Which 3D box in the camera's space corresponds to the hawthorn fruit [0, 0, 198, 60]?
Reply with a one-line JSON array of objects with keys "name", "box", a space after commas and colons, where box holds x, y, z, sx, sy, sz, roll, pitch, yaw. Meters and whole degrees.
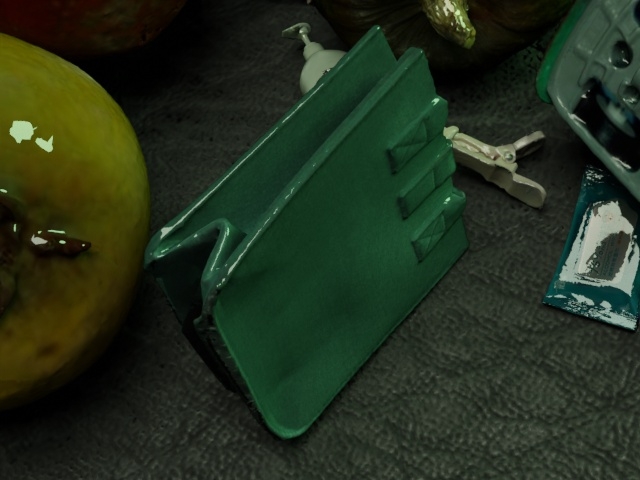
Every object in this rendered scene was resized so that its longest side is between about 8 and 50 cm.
[{"name": "hawthorn fruit", "box": [-0.224, -0.308, 1.188, 0.315, 0.316, 0.316, -3, 63, 7]}]

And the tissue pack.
[{"name": "tissue pack", "box": [0.253, 0.006, 1.166, 0.085, 0.028, 0.138, 15, 72, 19]}]

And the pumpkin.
[{"name": "pumpkin", "box": [0.112, -0.248, 1.188, 0.260, 0.260, 0.189, -1, 62, 8]}]

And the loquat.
[{"name": "loquat", "box": [-0.310, -0.023, 1.122, 0.328, 0.328, 0.359, -50, 27, -16]}]

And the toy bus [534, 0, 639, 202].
[{"name": "toy bus", "box": [0.367, -0.088, 1.092, 0.199, 0.184, 0.343, -13, 55, -41]}]

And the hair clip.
[{"name": "hair clip", "box": [0.100, -0.092, 1.202, 0.225, 0.034, 0.072, 16, 64, -1]}]

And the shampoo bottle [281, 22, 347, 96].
[{"name": "shampoo bottle", "box": [0.014, -0.149, 1.267, 0.077, 0.045, 0.152, -25, 62, -5]}]

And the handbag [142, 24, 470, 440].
[{"name": "handbag", "box": [-0.005, -0.001, 1.077, 0.100, 0.269, 0.274, 32, 72, 30]}]
